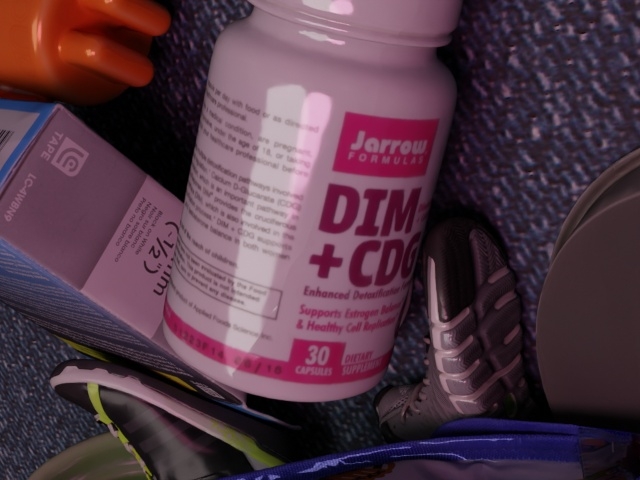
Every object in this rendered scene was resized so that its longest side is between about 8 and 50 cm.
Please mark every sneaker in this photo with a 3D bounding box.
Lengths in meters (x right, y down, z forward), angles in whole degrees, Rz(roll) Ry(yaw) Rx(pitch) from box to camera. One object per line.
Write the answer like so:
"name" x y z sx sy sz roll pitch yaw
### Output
"sneaker" -0.128 0.172 1.038 0.234 0.097 0.084 20 167 11
"sneaker" 0.080 0.094 0.896 0.132 0.086 0.229 -1 110 46

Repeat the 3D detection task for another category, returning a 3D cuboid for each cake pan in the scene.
"cake pan" 0.251 0.079 0.751 0.293 0.054 0.293 21 124 34

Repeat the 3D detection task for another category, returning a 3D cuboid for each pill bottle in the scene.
"pill bottle" -0.003 -0.053 0.817 0.160 0.160 0.283 25 113 32

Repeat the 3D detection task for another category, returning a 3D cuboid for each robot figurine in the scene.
"robot figurine" -0.221 -0.181 1.008 0.219 0.128 0.158 17 127 36

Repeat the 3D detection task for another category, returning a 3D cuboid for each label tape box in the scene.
"label tape box" -0.181 0.021 1.031 0.249 0.115 0.347 10 158 47

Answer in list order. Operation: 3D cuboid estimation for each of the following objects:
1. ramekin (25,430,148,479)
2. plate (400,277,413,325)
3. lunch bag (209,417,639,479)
"ramekin" -0.142 0.325 1.071 0.303 0.303 0.148 46 142 16
"plate" 0.000 0.000 0.965 0.188 0.024 0.188 21 124 35
"lunch bag" 0.066 0.304 0.804 0.385 0.239 0.328 -15 105 14
